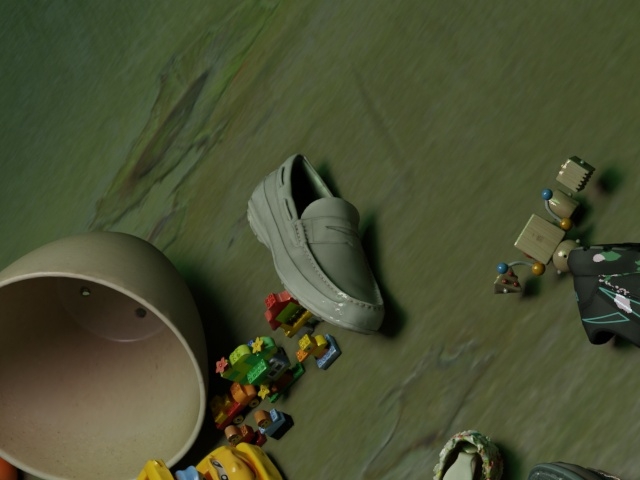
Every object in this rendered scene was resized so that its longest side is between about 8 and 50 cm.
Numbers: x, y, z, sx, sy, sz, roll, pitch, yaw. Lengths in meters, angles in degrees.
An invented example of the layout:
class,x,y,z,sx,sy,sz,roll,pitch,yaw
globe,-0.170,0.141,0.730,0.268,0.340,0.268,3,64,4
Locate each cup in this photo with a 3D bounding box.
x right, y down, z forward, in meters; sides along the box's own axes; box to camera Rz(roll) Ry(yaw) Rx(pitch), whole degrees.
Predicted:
class,x,y,z,sx,sy,sz,roll,pitch,yaw
cup,-0.286,0.119,2.199,0.331,0.331,0.237,-39,18,28

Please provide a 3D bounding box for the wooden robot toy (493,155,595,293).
class,x,y,z,sx,sy,sz,roll,pitch,yaw
wooden robot toy,0.258,0.001,1.827,0.079,0.076,0.173,33,95,16

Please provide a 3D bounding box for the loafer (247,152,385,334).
class,x,y,z,sx,sy,sz,roll,pitch,yaw
loafer,0.000,0.000,2.063,0.111,0.112,0.319,-60,37,18

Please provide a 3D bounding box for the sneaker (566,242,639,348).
class,x,y,z,sx,sy,sz,roll,pitch,yaw
sneaker,0.360,0.056,1.656,0.267,0.101,0.106,1,92,48

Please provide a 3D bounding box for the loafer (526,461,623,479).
class,x,y,z,sx,sy,sz,roll,pitch,yaw
loafer,0.299,0.283,1.604,0.267,0.084,0.096,32,125,55

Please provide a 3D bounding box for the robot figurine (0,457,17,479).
class,x,y,z,sx,sy,sz,roll,pitch,yaw
robot figurine,-0.495,0.292,2.444,0.158,0.128,0.219,-16,54,14

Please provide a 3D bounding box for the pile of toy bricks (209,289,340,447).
class,x,y,z,sx,sy,sz,roll,pitch,yaw
pile of toy bricks,-0.078,0.158,2.065,0.212,0.105,0.118,-48,40,19

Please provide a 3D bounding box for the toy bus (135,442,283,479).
class,x,y,z,sx,sy,sz,roll,pitch,yaw
toy bus,-0.176,0.327,1.996,0.220,0.211,0.149,-50,38,14

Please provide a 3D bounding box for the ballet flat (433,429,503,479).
class,x,y,z,sx,sy,sz,roll,pitch,yaw
ballet flat,0.130,0.306,1.751,0.091,0.077,0.241,6,70,16
